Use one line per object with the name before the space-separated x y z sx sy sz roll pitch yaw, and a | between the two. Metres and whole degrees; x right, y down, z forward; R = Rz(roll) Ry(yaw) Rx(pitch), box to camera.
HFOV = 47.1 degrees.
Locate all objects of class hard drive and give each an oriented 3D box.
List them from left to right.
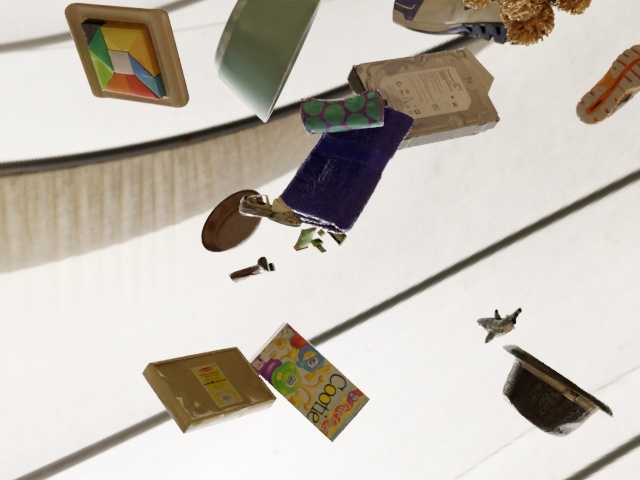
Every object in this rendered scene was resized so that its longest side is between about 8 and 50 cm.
hard drive | 0.263 -0.359 1.857 0.339 0.064 0.236 -13 -111 -24

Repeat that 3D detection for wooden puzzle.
wooden puzzle | -0.406 -0.381 1.534 0.044 0.239 0.220 -61 -28 -44

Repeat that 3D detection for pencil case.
pencil case | 0.041 -0.230 1.309 0.064 0.152 0.070 -23 -73 -72

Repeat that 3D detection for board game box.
board game box | -0.032 0.346 1.830 0.275 0.142 0.144 43 172 -1

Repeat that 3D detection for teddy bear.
teddy bear | 0.308 -0.448 1.105 0.113 0.245 0.337 -101 -10 -51

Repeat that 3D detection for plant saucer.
plant saucer | -0.217 -0.043 1.878 0.036 0.199 0.198 47 -150 -39

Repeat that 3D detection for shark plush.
shark plush | 0.441 0.202 1.820 0.073 0.161 0.067 -21 -105 -17

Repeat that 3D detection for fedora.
fedora | 0.598 0.418 1.952 0.334 0.152 0.334 34 -178 -1

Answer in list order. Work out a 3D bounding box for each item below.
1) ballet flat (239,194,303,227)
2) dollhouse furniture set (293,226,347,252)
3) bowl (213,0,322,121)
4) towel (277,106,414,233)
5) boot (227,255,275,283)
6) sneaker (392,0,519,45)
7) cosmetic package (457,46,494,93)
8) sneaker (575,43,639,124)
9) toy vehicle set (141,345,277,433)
ballet flat | -0.077 -0.049 1.125 0.114 0.041 0.041 15 -159 29
dollhouse furniture set | 0.000 0.000 2.043 0.152 0.076 0.058 -16 -125 -46
bowl | -0.127 -0.436 1.624 0.163 0.311 0.311 24 -141 -7
towel | 0.046 -0.170 1.623 0.076 0.228 0.308 41 -108 -40
boot | -0.174 0.073 1.750 0.106 0.114 0.037 46 -148 -70
sneaker | 0.328 -0.546 1.623 0.316 0.182 0.127 13 -152 18
cosmetic package | 0.407 -0.457 2.247 0.151 0.151 0.183 39 -116 -27
sneaker | 0.595 -0.309 1.459 0.084 0.215 0.083 53 -168 14
toy vehicle set | -0.234 0.317 1.593 0.267 0.035 0.166 -1 -138 -53
